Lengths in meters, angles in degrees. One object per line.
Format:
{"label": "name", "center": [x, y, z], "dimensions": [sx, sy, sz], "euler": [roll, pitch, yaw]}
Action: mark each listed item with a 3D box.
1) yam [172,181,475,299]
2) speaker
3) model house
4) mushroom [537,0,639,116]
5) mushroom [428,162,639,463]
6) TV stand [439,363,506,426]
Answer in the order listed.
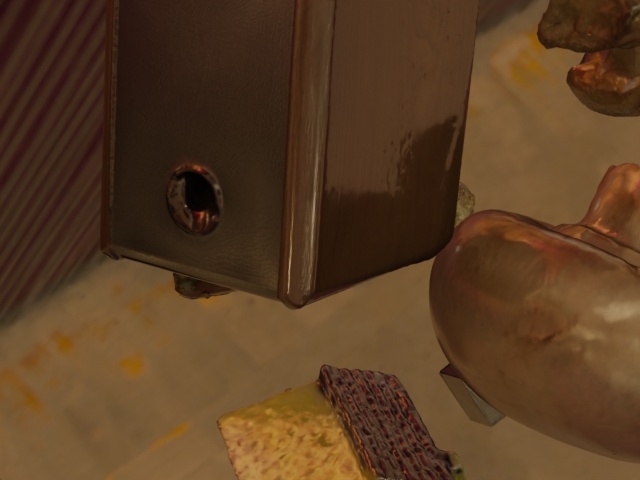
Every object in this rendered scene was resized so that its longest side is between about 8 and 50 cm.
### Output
{"label": "yam", "center": [0.000, 0.000, 1.756], "dimensions": [0.067, 0.317, 0.071], "euler": [-75, 146, -49]}
{"label": "speaker", "center": [-0.018, -0.099, 1.011], "dimensions": [0.153, 0.230, 0.192], "euler": [14, 20, 32]}
{"label": "model house", "center": [0.026, 0.234, 1.760], "dimensions": [0.211, 0.170, 0.194], "euler": [-23, 38, -3]}
{"label": "mushroom", "center": [0.345, -0.196, 1.590], "dimensions": [0.217, 0.212, 0.292], "euler": [24, 34, 20]}
{"label": "mushroom", "center": [0.180, 0.043, 1.109], "dimensions": [0.226, 0.178, 0.226], "euler": [28, 8, -4]}
{"label": "TV stand", "center": [0.290, 0.125, 2.276], "dimensions": [0.269, 0.088, 0.082], "euler": [-35, 98, -12]}
